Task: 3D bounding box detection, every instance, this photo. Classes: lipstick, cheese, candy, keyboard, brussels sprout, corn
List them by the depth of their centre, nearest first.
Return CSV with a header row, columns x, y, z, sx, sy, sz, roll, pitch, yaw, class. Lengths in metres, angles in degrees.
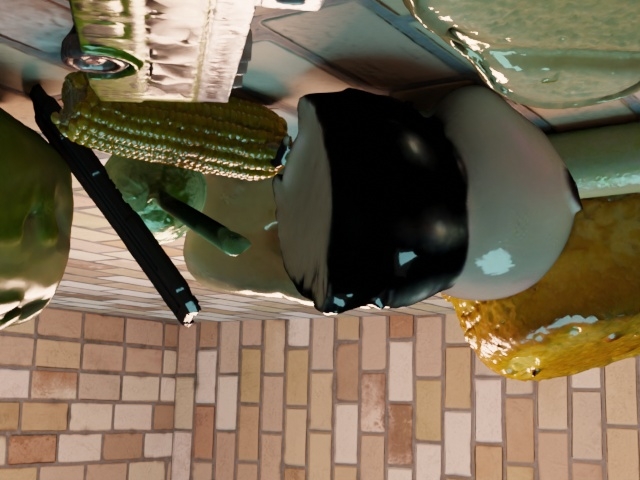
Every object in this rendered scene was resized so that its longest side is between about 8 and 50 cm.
x,y,z,sx,sy,sz,roll,pitch,yaw,class
-0.411,-0.019,0.866,0.371,0.276,0.315,6,173,-24,brussels sprout
-0.130,-0.106,0.903,0.238,0.080,0.080,11,167,-31,corn
-0.196,-0.031,0.929,0.016,0.262,0.106,-35,175,-18,keyboard
-0.139,-0.030,0.933,0.119,0.119,0.440,5,-172,-19,candy
0.292,-0.081,0.992,0.304,0.076,0.076,-6,168,36,lipstick
0.001,-0.002,1.207,0.248,0.173,0.251,6,173,29,cheese

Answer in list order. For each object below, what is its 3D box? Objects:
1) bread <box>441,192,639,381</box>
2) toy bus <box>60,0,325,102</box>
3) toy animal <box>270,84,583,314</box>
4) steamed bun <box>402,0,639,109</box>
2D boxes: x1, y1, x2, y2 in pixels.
x,y,z,sx,sy,sz,roll,pitch,yaw,class
0.340,0.056,1.272,0.337,0.204,0.358,-16,157,-6,bread
-0.074,-0.155,0.521,0.139,0.113,0.302,3,173,-10,toy bus
0.095,-0.043,0.897,0.267,0.212,0.212,-7,174,-24,toy animal
0.127,-0.152,0.478,0.231,0.110,0.212,-1,160,-5,steamed bun
